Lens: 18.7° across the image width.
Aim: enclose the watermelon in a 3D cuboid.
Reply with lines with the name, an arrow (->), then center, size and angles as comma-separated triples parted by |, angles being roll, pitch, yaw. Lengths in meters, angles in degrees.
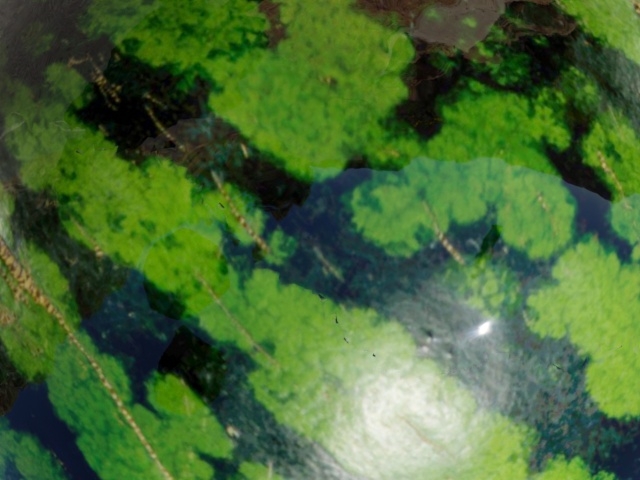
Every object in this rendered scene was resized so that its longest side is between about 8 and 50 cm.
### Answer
watermelon -> 0.000, 0.000, 0.641 | 0.285, 0.285, 0.285 | -5, 158, -2
